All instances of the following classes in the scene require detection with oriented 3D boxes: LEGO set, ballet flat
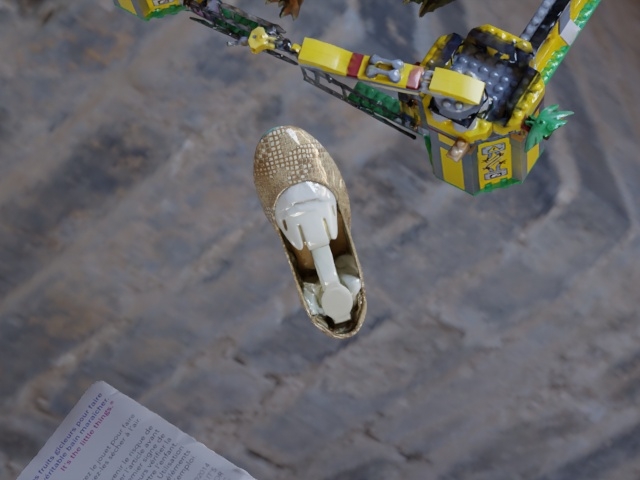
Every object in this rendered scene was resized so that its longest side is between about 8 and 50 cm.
[{"bbox_3d":[0.022,-0.197,0.714,0.331,0.192,0.255,38,76,22],"label":"LEGO set"},{"bbox_3d":[0.000,0.000,1.172,0.073,0.206,0.067,-23,38,0],"label":"ballet flat"}]

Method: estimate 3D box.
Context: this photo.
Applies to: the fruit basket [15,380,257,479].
[{"bbox_3d":[-0.093,0.272,0.696,0.353,0.165,0.327,23,71,42],"label":"fruit basket"}]
